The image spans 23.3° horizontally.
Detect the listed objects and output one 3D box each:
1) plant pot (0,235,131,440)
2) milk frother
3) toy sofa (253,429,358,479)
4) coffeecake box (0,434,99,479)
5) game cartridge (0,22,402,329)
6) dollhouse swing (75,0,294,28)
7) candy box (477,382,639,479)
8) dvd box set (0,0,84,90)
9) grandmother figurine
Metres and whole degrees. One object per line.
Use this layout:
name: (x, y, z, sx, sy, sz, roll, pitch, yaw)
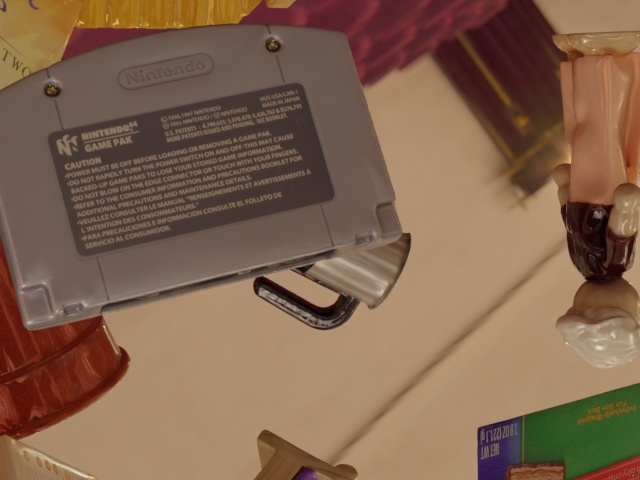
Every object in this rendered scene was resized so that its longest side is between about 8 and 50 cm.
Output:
plant pot: (-0.392, 0.067, 1.798, 0.272, 0.265, 0.272, -17, -164, 5)
milk frother: (0.000, 0.000, 1.522, 0.129, 0.134, 0.143, -55, -165, 30)
toy sofa: (-0.079, 0.383, 1.535, 0.362, 0.177, 0.150, -49, 150, -30)
coffeecake box: (-0.243, 0.264, 1.347, 0.068, 0.142, 0.185, -23, 155, 9)
game cartridge: (-0.102, -0.060, 1.179, 0.297, 0.198, 0.062, -13, 165, -16)
dollhouse swing: (-0.151, -0.340, 1.518, 0.346, 0.315, 0.305, -2, -161, -17)
candy box: (0.244, 0.270, 1.117, 0.122, 0.317, 0.268, 20, 150, -37)
dvd box set: (-0.359, -0.128, 1.261, 0.062, 0.307, 0.420, 3, -115, 34)
grandmother figurine: (0.287, -0.039, 1.571, 0.104, 0.342, 0.208, -2, -173, 2)
